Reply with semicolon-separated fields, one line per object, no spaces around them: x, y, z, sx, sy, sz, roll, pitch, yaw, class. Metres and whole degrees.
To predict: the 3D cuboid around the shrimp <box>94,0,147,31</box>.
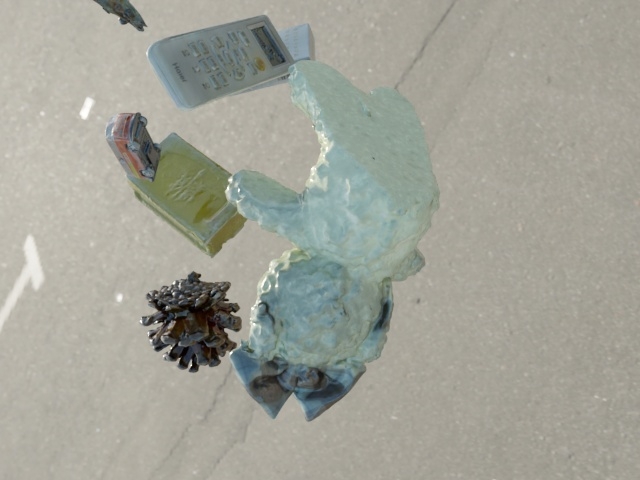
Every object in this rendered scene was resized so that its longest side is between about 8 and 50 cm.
-0.444;-0.552;1.664;0.058;0.296;0.169;-24;31;54;shrimp

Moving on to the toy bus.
-0.384;-0.195;1.704;0.077;0.174;0.079;6;65;10;toy bus

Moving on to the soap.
-0.324;-0.121;2.103;0.315;0.091;0.199;38;73;23;soap

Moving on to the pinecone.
-0.228;0.148;1.487;0.179;0.195;0.150;-3;49;7;pinecone

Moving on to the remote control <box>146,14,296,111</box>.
-0.151;-0.276;1.298;0.055;0.313;0.109;-29;94;35;remote control

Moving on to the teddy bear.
0.000;0.000;1.190;0.362;0.327;0.375;-56;34;32;teddy bear

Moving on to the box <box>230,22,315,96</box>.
-0.131;-0.454;2.089;0.233;0.067;0.149;-11;45;11;box
